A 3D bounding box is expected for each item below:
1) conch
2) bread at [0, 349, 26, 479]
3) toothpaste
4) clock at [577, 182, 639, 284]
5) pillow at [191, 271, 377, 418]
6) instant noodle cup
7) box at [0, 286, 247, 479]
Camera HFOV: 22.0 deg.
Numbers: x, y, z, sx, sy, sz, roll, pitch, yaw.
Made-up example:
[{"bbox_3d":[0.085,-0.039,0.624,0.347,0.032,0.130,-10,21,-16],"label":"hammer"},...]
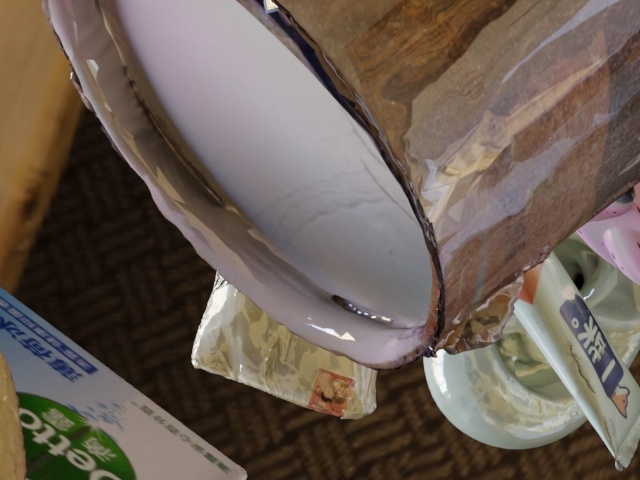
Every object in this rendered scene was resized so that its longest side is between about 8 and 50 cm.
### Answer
[{"bbox_3d":[0.191,0.082,1.477,0.221,0.121,0.185,-34,113,-10],"label":"conch"},{"bbox_3d":[-0.130,0.110,0.410,0.119,0.067,0.192,44,94,14],"label":"bread"},{"bbox_3d":[0.118,0.028,0.886,0.036,0.056,0.205,-25,105,43],"label":"toothpaste"},{"bbox_3d":[0.252,-0.074,1.210,0.090,0.248,0.227,-12,64,42],"label":"clock"},{"bbox_3d":[0.000,0.000,1.120,0.128,0.051,0.229,16,75,-6],"label":"pillow"},{"bbox_3d":[0.043,-0.088,0.523,0.207,0.217,0.217,-40,79,-22],"label":"instant noodle cup"},{"bbox_3d":[-0.139,0.071,0.584,0.194,0.139,0.073,36,107,6],"label":"box"}]
